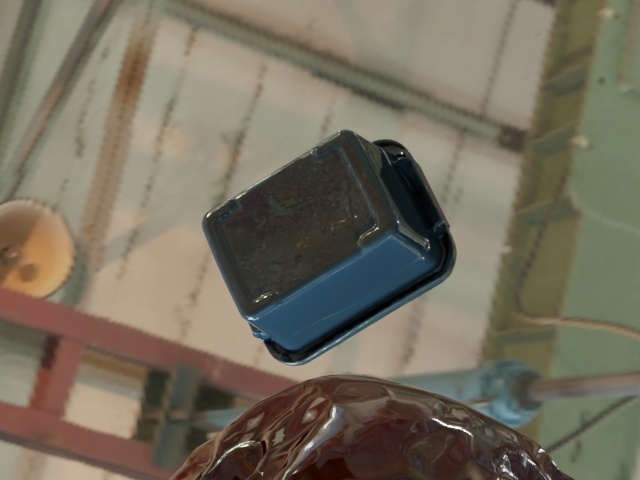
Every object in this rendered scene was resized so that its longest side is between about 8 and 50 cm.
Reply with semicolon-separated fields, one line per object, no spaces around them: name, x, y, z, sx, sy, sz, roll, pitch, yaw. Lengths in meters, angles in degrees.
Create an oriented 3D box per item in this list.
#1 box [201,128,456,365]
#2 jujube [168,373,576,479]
box;0.000;0.000;0.832;0.099;0.054;0.074;-32;-114;13
jujube;0.065;0.252;1.007;0.377;0.276;0.276;48;-113;-11
